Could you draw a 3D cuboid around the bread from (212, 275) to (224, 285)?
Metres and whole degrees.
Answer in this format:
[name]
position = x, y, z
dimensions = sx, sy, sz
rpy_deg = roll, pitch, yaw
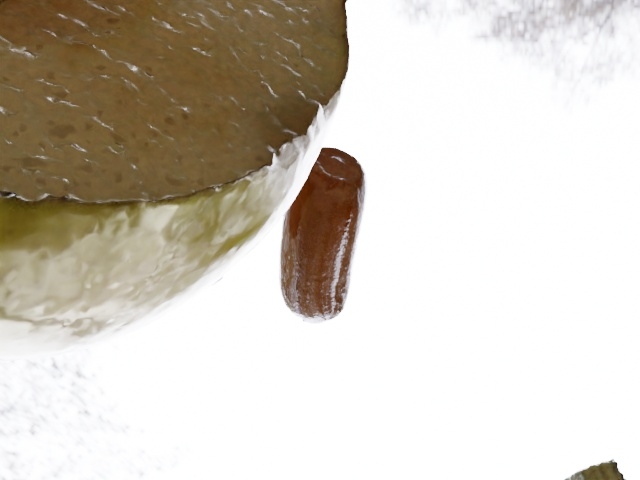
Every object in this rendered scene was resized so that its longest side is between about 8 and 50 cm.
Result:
[bread]
position = -0.171, -0.048, 1.337
dimensions = 0.181, 0.251, 0.039
rpy_deg = 1, -131, 47

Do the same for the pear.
[pear]
position = -0.170, -0.078, 0.757
dimensions = 0.340, 0.191, 0.386
rpy_deg = 39, -139, 16

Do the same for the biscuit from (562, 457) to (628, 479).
[biscuit]
position = 0.266, 0.330, 1.315
dimensions = 0.052, 0.150, 0.252
rpy_deg = -17, -105, -19

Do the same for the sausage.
[sausage]
position = 0.000, 0.000, 1.392
dimensions = 0.076, 0.198, 0.076
rpy_deg = 4, -137, -4
